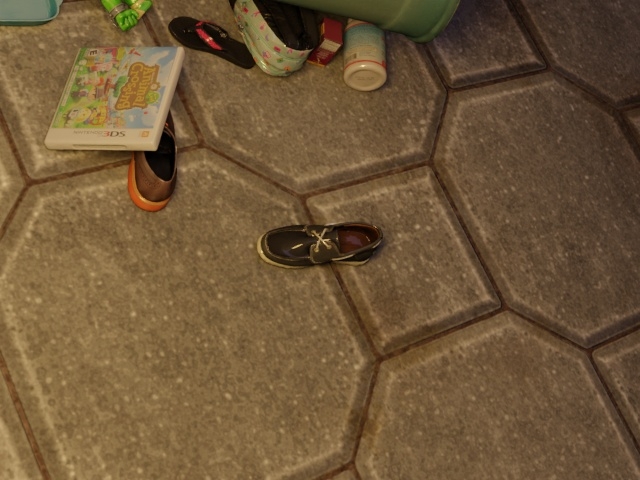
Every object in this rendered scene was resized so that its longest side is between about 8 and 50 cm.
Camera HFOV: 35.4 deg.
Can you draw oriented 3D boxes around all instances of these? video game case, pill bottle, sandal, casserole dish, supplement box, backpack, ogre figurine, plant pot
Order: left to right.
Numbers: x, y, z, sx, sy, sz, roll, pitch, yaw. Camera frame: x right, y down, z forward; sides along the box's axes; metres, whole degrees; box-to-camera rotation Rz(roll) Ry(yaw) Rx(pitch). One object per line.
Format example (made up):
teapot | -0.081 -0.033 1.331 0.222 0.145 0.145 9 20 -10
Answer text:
casserole dish | -0.535 -0.412 1.703 0.188 0.037 0.114 -8 70 -31
video game case | -0.339 -0.239 1.664 0.193 0.023 0.212 2 57 13
ogre figurine | -0.347 -0.468 1.803 0.118 0.097 0.197 42 63 -19
sandal | -0.196 -0.379 1.874 0.179 0.040 0.067 20 57 -19
backpack | -0.082 -0.405 1.901 0.152 0.115 0.182 -13 66 -36
supplement box | 0.007 -0.388 1.966 0.043 0.083 0.055 13 59 -24
plant pot | 0.054 -0.547 1.807 0.334 0.341 0.341 4 64 -19
pill bottle | 0.089 -0.387 2.010 0.087 0.087 0.160 13 61 -23

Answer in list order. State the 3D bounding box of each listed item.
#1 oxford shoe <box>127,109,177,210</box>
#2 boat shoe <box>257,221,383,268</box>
oxford shoe | -0.279 -0.190 1.693 0.097 0.098 0.271 0 66 -29
boat shoe | 0.000 0.000 1.768 0.233 0.079 0.084 0 68 -28
